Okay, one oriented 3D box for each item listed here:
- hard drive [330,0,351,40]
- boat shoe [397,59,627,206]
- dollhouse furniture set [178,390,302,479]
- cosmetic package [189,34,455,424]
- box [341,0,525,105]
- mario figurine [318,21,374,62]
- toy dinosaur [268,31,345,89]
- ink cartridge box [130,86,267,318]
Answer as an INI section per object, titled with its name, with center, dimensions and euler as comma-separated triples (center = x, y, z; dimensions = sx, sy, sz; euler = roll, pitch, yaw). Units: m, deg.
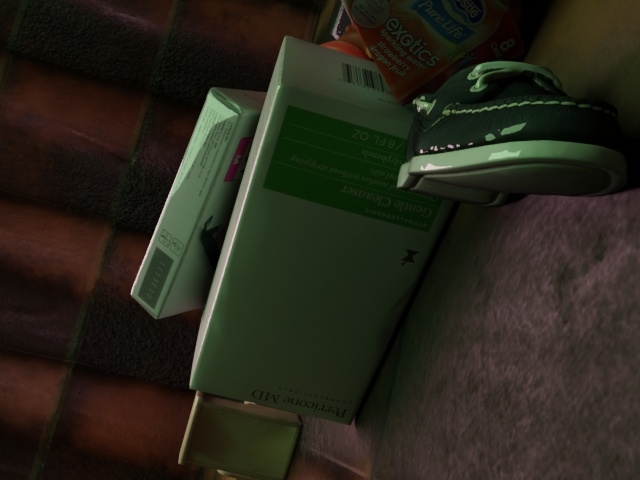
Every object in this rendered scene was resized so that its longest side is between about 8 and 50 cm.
[hard drive]
center = 0.079, -0.480, 1.493
dimensions = 0.254, 0.054, 0.172
euler = -69, 0, -58
[boat shoe]
center = 0.111, -0.075, 0.517
dimensions = 0.302, 0.115, 0.091
euler = -164, 84, -81
[dollhouse furniture set]
center = -0.131, 0.279, 1.255
dimensions = 0.242, 0.161, 0.212
euler = -131, 57, -80
[cosmetic package]
center = 0.000, 0.000, 0.816
dimensions = 0.155, 0.197, 0.365
euler = -91, 17, -59
[box]
center = 0.090, -0.262, 0.711
dimensions = 0.128, 0.123, 0.256
euler = 54, -156, -40
[mario figurine]
center = 0.112, -0.248, 0.922
dimensions = 0.320, 0.170, 0.198
euler = -66, -28, -12
[toy dinosaur]
center = 0.056, -0.207, 1.117
dimensions = 0.200, 0.127, 0.295
euler = -39, 35, 8
[ink cartridge box]
center = -0.089, -0.046, 0.950
dimensions = 0.239, 0.060, 0.275
euler = -10, -49, -56
